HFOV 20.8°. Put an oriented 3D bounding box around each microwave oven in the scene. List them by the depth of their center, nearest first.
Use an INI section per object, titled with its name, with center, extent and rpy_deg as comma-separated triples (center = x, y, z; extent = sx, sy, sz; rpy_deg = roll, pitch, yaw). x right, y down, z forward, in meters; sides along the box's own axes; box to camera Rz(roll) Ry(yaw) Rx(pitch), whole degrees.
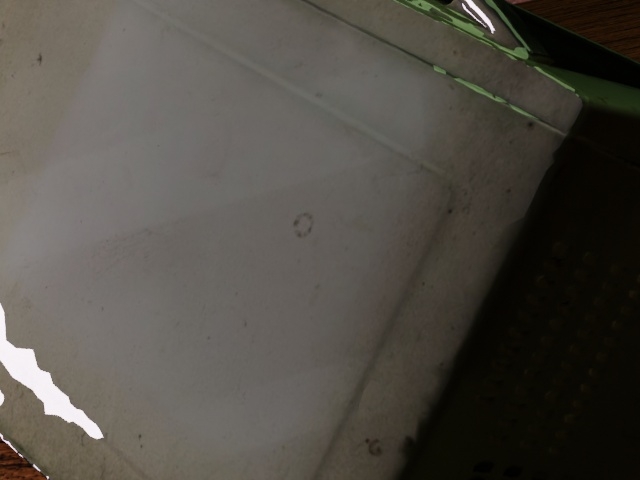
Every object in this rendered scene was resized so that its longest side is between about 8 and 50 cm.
[microwave oven]
center = 0.000, 0.000, 0.897
extent = 0.394, 0.333, 0.247
rpy_deg = 33, 12, 40
